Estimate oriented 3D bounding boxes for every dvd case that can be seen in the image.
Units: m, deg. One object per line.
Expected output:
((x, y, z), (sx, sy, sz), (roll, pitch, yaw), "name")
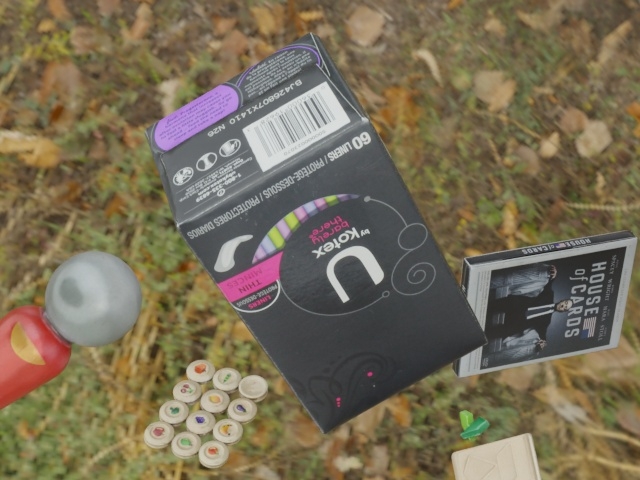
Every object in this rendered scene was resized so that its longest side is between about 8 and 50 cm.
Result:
((0.291, 0.083, 1.719), (0.029, 0.239, 0.179), (-121, 27, -53), "dvd case")

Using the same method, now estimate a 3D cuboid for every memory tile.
((-0.139, 0.211, 1.627), (0.113, 0.012, 0.148), (18, 46, 16), "memory tile")

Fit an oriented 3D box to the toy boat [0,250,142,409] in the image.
((-0.247, 0.001, 0.835), (0.148, 0.318, 0.267), (-36, 49, 4), "toy boat")

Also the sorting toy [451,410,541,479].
((0.115, 0.148, 0.863), (0.062, 0.012, 0.083), (-21, 66, 29), "sorting toy")

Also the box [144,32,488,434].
((0.000, 0.000, 1.068), (0.165, 0.270, 0.143), (-30, 40, 4), "box")
